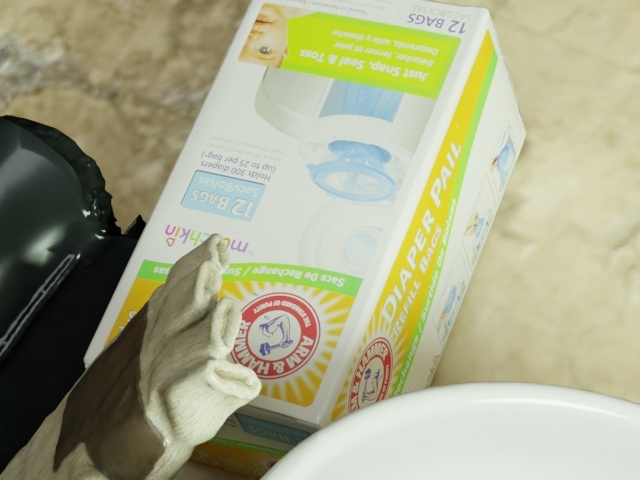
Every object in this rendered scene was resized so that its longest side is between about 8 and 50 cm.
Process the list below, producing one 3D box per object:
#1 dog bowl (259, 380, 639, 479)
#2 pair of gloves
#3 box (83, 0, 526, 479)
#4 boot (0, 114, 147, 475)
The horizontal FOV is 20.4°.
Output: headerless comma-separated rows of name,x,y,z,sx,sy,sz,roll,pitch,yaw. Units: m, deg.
dog bowl,0.078,0.180,0.584,0.265,0.104,0.265,9,45,-9
pair of gloves,-0.084,0.122,0.612,0.204,0.042,0.240,-50,21,29
box,0.000,0.000,0.775,0.114,0.103,0.203,14,67,23
boot,-0.195,0.023,0.766,0.207,0.246,0.094,-56,20,-15
